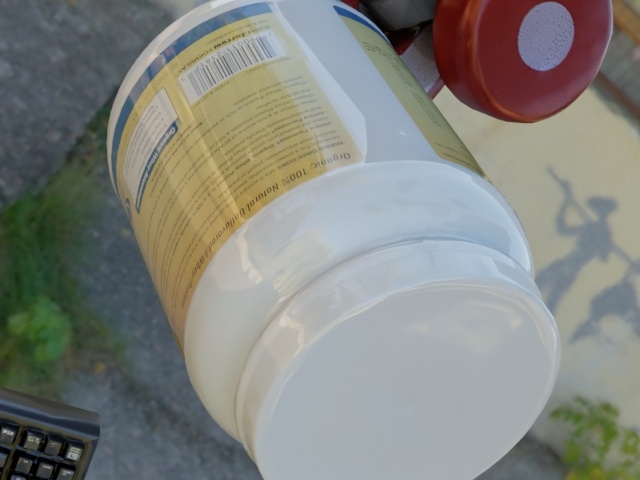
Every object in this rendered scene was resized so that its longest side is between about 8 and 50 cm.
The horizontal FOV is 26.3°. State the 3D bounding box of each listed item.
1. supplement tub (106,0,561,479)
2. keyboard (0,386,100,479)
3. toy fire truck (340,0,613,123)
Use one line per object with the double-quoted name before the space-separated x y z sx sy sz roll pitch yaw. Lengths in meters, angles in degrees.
"supplement tub" 0.000 0.000 0.569 0.144 0.144 0.200 27 23 -38
"keyboard" -0.186 0.076 0.583 0.180 0.108 0.023 18 7 -19
"toy fire truck" 0.068 -0.219 0.726 0.254 0.302 0.169 44 -5 -34
